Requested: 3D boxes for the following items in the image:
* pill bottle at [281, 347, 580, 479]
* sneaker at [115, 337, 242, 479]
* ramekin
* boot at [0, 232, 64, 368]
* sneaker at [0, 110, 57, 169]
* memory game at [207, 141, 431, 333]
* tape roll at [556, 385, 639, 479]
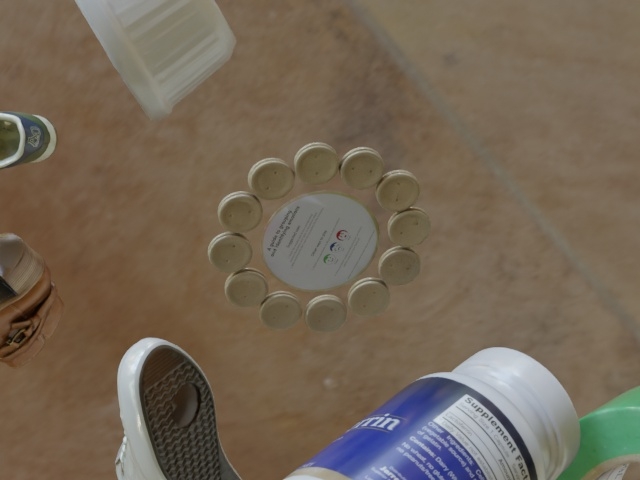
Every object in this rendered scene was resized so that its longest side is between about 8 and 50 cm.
[{"bbox_3d":[0.087,0.200,1.488,0.264,0.153,0.153,-32,91,-40],"label":"pill bottle"},{"bbox_3d":[-0.162,0.198,1.760,0.106,0.123,0.290,-56,145,-35],"label":"sneaker"},{"bbox_3d":[-0.199,-0.274,2.006,0.127,0.273,0.273,-32,91,0],"label":"ramekin"},{"bbox_3d":[-0.340,0.096,1.853,0.197,0.152,0.073,-43,64,-12],"label":"boot"},{"bbox_3d":[-0.349,-0.093,1.726,0.192,0.086,0.064,-5,92,3],"label":"sneaker"},{"bbox_3d":[0.000,0.000,1.504,0.186,0.186,0.012,14,30,-19],"label":"memory game"},{"bbox_3d":[0.321,0.279,1.556,0.077,0.321,0.321,-21,86,-42],"label":"tape roll"}]
